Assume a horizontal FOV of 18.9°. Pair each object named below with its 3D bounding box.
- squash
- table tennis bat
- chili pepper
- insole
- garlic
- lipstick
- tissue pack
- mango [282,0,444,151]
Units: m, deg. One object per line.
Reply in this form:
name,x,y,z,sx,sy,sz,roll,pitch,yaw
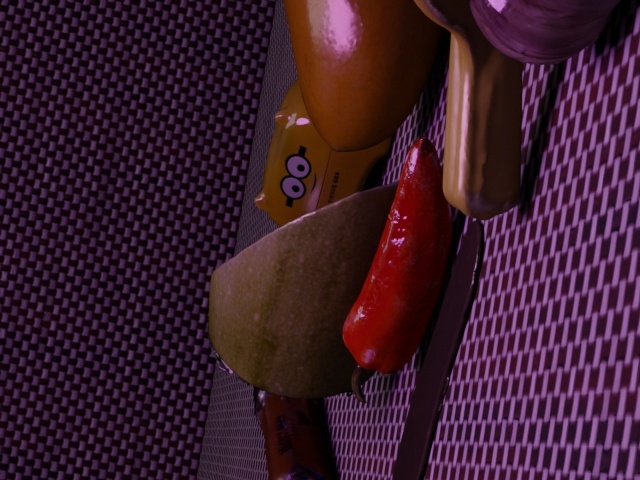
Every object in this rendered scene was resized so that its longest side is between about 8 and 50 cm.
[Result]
squash,0.000,0.000,1.727,0.189,0.189,0.260,-89,6,-50
table tennis bat,0.114,-0.192,1.310,0.224,0.054,0.368,-26,-58,-48
chili pepper,0.067,0.036,1.610,0.063,0.071,0.272,-100,22,-54
insole,0.089,0.126,1.572,0.111,0.007,0.328,-94,16,-59
garlic,0.141,-0.184,1.206,0.159,0.102,0.147,117,160,-69
lipstick,-0.032,0.207,2.141,0.418,0.077,0.077,-107,28,-71
tissue pack,0.003,-0.093,2.075,0.123,0.127,0.178,-86,10,-55
mango,0.041,-0.244,1.830,0.211,0.173,0.317,120,152,-72
